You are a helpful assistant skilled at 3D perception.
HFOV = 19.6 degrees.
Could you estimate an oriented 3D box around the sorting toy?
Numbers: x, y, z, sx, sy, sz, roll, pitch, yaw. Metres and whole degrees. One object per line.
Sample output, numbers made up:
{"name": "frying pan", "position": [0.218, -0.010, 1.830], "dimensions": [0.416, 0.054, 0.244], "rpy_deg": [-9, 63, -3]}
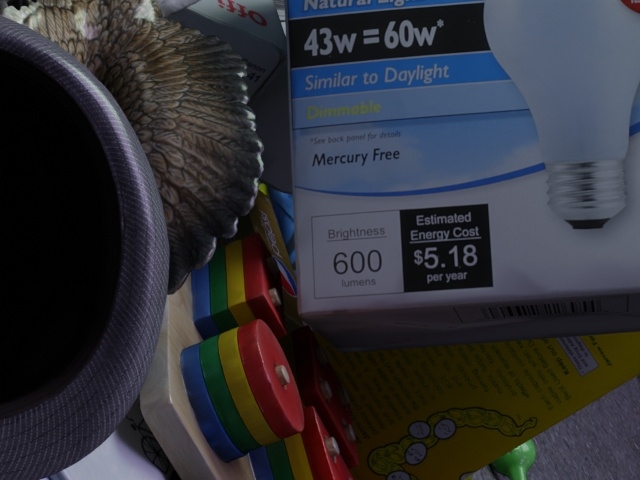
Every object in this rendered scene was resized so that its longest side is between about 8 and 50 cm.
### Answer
{"name": "sorting toy", "position": [-0.043, 0.131, 1.433], "dimensions": [0.255, 0.089, 0.257], "rpy_deg": [-98, 164, -57]}

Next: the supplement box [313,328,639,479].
{"name": "supplement box", "position": [0.163, 0.080, 1.768], "dimensions": [0.195, 0.356, 0.194], "rpy_deg": [56, 15, -5]}

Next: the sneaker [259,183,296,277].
{"name": "sneaker", "position": [0.000, 0.000, 1.952], "dimensions": [0.069, 0.082, 0.209], "rpy_deg": [41, 24, -53]}

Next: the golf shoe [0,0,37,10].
{"name": "golf shoe", "position": [-0.279, -0.204, 1.185], "dimensions": [0.120, 0.273, 0.105], "rpy_deg": [50, -38, 41]}

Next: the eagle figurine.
{"name": "eagle figurine", "position": [-0.164, -0.099, 1.307], "dimensions": [0.298, 0.226, 0.225], "rpy_deg": [-95, 164, -71]}

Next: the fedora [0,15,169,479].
{"name": "fedora", "position": [-0.216, 0.010, 1.075], "dimensions": [0.124, 0.244, 0.275], "rpy_deg": [151, -69, -72]}

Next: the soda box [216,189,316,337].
{"name": "soda box", "position": [-0.065, 0.025, 1.734], "dimensions": [0.061, 0.058, 0.181], "rpy_deg": [40, 23, -47]}

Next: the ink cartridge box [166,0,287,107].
{"name": "ink cartridge box", "position": [-0.176, -0.259, 1.693], "dimensions": [0.226, 0.131, 0.306], "rpy_deg": [21, 36, -32]}

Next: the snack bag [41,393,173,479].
{"name": "snack bag", "position": [-0.208, 0.034, 1.301], "dimensions": [0.342, 0.037, 0.323], "rpy_deg": [54, 16, -13]}

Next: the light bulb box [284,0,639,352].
{"name": "light bulb box", "position": [0.161, -0.108, 1.529], "dimensions": [0.225, 0.358, 0.361], "rpy_deg": [53, 33, -76]}

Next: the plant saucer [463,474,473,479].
{"name": "plant saucer", "position": [0.111, 0.159, 2.053], "dimensions": [0.188, 0.045, 0.188], "rpy_deg": [45, 20, -40]}

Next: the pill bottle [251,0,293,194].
{"name": "pill bottle", "position": [-0.049, -0.149, 1.817], "dimensions": [0.162, 0.162, 0.278], "rpy_deg": [50, 1, -26]}

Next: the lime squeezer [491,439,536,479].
{"name": "lime squeezer", "position": [0.244, 0.260, 2.256], "dimensions": [0.110, 0.059, 0.310], "rpy_deg": [52, 15, -19]}
